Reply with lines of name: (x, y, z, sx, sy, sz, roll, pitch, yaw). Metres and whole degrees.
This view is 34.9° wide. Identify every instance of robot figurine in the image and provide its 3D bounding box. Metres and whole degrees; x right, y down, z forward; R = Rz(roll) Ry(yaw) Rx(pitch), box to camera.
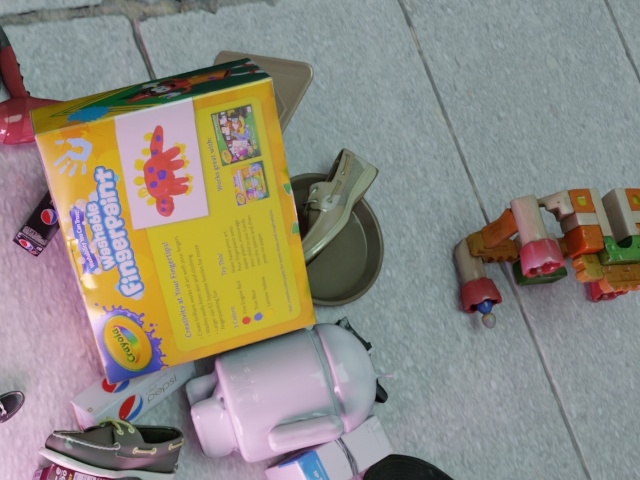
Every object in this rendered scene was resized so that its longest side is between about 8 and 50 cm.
robot figurine: (-0.053, 0.265, 1.791, 0.353, 0.300, 0.200, -17, 123, -8)

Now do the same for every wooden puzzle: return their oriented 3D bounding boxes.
wooden puzzle: (-0.149, -0.259, 1.987, 0.221, 0.044, 0.239, 12, 62, 22)

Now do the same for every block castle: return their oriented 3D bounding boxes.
block castle: (0.543, 0.047, 2.172, 0.453, 0.303, 0.213, -2, 68, -29)

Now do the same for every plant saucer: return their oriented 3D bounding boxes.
plant saucer: (0.000, 0.000, 2.044, 0.277, 0.041, 0.278, 9, 70, -26)

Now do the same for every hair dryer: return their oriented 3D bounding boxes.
hair dryer: (-0.543, -0.276, 1.819, 0.293, 0.080, 0.224, 29, 61, -17)

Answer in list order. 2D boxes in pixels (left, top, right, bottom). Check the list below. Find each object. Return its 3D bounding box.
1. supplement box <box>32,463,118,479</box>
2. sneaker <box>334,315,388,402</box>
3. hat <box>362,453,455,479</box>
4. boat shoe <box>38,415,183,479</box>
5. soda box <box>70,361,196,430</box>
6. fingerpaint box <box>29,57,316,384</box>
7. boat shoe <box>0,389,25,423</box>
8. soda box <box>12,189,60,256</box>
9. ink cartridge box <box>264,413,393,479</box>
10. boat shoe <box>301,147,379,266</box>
supplement box: (-0.345, 0.430, 1.655, 0.239, 0.130, 0.073, 21, 66, -20)
sneaker: (0.082, 0.236, 2.000, 0.170, 0.051, 0.089, 40, 64, -7)
hat: (0.222, 0.541, 1.898, 0.331, 0.134, 0.331, 18, 57, -30)
boat shoe: (-0.329, 0.330, 1.639, 0.305, 0.109, 0.091, 30, 79, -58)
soda box: (-0.319, 0.251, 1.750, 0.069, 0.074, 0.216, 27, 49, 34)
fingerpaint box: (-0.234, -0.034, 1.674, 0.371, 0.163, 0.445, -17, 116, -12)
boat shoe: (-0.535, 0.281, 1.656, 0.125, 0.038, 0.046, -26, 87, -32)
soda box: (-0.470, -0.056, 1.795, 0.053, 0.060, 0.169, 37, 59, -14)
ink cartridge box: (0.015, 0.400, 1.854, 0.190, 0.139, 0.082, -22, 84, -33)
boat shoe: (0.009, -0.065, 1.989, 0.098, 0.109, 0.302, 39, 53, -5)
